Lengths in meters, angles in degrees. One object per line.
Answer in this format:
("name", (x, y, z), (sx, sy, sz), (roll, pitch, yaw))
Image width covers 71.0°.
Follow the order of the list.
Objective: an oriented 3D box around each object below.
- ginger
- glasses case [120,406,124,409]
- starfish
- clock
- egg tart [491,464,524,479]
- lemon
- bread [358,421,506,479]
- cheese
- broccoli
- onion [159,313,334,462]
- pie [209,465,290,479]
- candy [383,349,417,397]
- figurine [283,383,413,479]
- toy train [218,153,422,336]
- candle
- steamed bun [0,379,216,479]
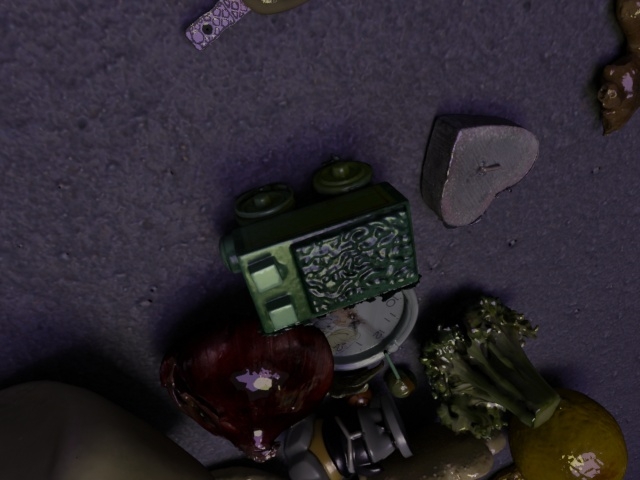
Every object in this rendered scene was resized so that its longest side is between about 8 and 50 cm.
("ginger", (0.477, -0.277, 0.692), (0.133, 0.059, 0.214), (-37, 125, -1))
("glasses case", (-0.340, 0.317, 0.776), (0.032, 0.021, 0.083), (-26, 124, -4))
("starfish", (0.028, 0.272, 0.818), (0.223, 0.217, 0.050), (-25, 88, -38))
("clock", (0.054, 0.130, 0.782), (0.236, 0.053, 0.236), (-8, 124, -12))
("egg tart", (0.590, 0.757, 1.287), (0.294, 0.123, 0.294), (-9, 121, -16))
("lemon", (0.568, 0.476, 1.045), (0.267, 0.267, 0.267), (-8, 121, -14))
("bread", (0.216, 0.433, 0.909), (0.316, 0.316, 0.054), (-18, 80, -8))
("cheese", (-0.075, -0.287, 0.512), (0.192, 0.037, 0.097), (-38, 122, 6))
("broccoli", (0.301, 0.241, 0.815), (0.247, 0.243, 0.263), (40, 90, -34))
("onion", (-0.110, 0.230, 0.677), (0.272, 0.195, 0.272), (-3, 137, -3))
("pie", (-0.153, 0.612, 0.908), (0.339, 0.077, 0.339), (1, 96, 5))
("candy", (0.144, 0.249, 0.857), (0.061, 0.061, 0.202), (-29, 140, -1))
("figurine", (0.041, 0.381, 0.864), (0.236, 0.176, 0.133), (-25, 142, 4))
("toy train", (0.000, 0.000, 0.612), (0.272, 0.188, 0.159), (-18, 121, -6))
("candle", (0.234, -0.122, 0.693), (0.192, 0.068, 0.168), (-42, 126, 5))
("steamed bun", (-0.393, 0.398, 0.647), (0.456, 0.290, 0.371), (-23, 131, 11))
